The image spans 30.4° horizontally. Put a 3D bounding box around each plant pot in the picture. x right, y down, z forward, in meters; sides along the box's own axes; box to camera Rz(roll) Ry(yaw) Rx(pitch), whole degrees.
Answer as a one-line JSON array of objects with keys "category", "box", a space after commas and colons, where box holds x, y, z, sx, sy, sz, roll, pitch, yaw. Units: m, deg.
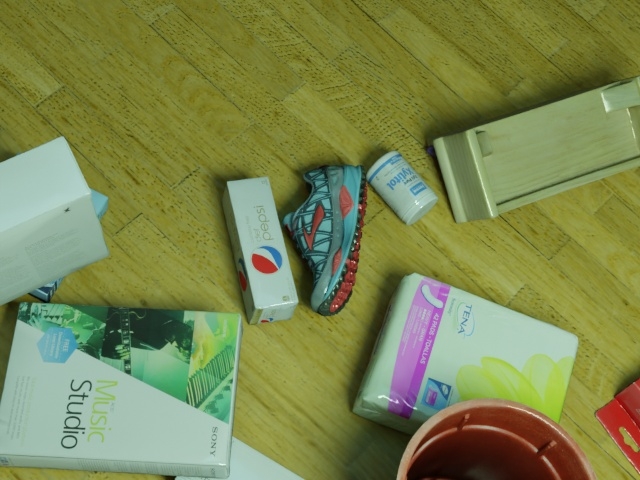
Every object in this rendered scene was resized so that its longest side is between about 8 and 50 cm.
[{"category": "plant pot", "box": [0.199, 0.382, 1.580, 0.272, 0.265, 0.272, 5, 64, -10]}]

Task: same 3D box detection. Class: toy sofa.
[{"category": "toy sofa", "box": [0.368, -0.149, 1.954, 0.362, 0.177, 0.150, -19, 95, -20]}]

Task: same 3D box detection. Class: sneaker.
[{"category": "sneaker", "box": [0.000, 0.000, 1.831, 0.125, 0.104, 0.262, 5, 58, 10]}]

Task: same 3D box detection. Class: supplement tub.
[{"category": "supplement tub", "box": [0.130, -0.085, 1.898, 0.071, 0.071, 0.107, -36, 76, -24]}]

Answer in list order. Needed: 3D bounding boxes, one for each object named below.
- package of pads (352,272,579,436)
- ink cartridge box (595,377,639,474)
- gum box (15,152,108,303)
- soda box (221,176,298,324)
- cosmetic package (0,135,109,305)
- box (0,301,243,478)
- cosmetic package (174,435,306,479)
[{"category": "package of pads", "box": [0.222, 0.197, 1.766, 0.296, 0.101, 0.229, 22, 64, -2]}, {"category": "ink cartridge box", "box": [0.557, 0.251, 1.823, 0.231, 0.078, 0.134, -30, 74, -22]}, {"category": "gum box", "box": [-0.430, -0.020, 1.763, 0.157, 0.041, 0.184, 27, 64, 1]}, {"category": "soda box", "box": [-0.094, 0.015, 1.799, 0.069, 0.074, 0.216, -8, 67, -16]}, {"category": "cosmetic package", "box": [-0.479, 0.022, 1.562, 0.377, 0.284, 0.097, -25, 79, -12]}, {"category": "box", "box": [-0.277, 0.206, 1.643, 0.322, 0.058, 0.232, 3, 60, -1]}, {"category": "cosmetic package", "box": [-0.080, 0.360, 1.646, 0.239, 0.060, 0.099, 30, 61, 3]}]
